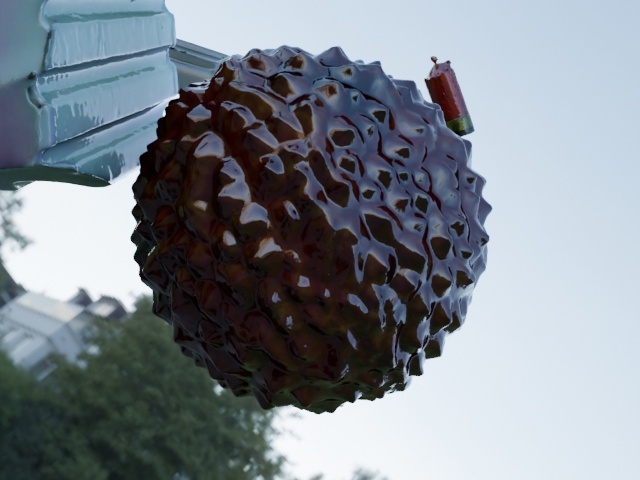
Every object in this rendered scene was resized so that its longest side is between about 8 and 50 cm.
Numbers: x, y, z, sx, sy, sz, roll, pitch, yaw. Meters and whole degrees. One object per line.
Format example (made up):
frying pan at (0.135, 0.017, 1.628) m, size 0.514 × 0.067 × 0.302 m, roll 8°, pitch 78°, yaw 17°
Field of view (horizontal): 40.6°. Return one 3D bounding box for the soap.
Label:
soap at (-0.293, -0.196, 0.986) m, size 0.156 × 0.446 × 0.261 m, roll 3°, pitch -73°, yaw 5°

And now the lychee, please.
lychee at (0.000, 0.000, 1.027) m, size 0.424 × 0.424 × 0.500 m, roll 23°, pitch -20°, yaw 39°

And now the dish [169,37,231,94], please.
dish at (-0.234, -0.288, 1.438) m, size 0.212 × 0.151 × 0.077 m, roll 19°, pitch -67°, yaw 6°

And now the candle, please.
candle at (0.191, -0.218, 1.311) m, size 0.052 × 0.052 × 0.130 m, roll -12°, pitch -80°, yaw 58°
